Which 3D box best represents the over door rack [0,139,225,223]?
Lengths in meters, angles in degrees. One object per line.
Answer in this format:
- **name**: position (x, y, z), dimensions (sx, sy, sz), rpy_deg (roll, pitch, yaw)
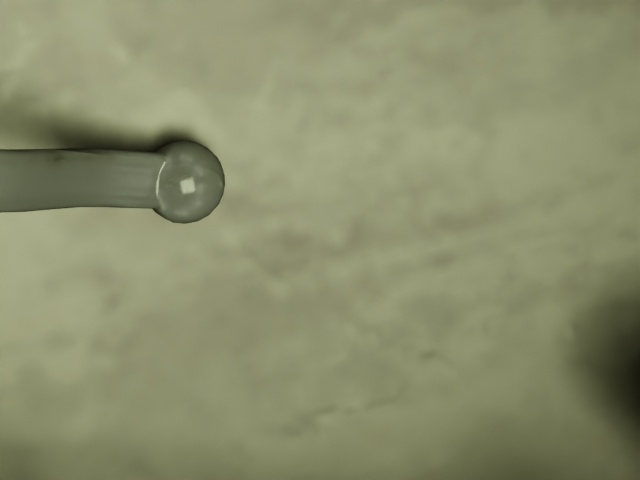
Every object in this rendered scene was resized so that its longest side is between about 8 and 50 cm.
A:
- **over door rack**: position (0.000, 0.000, 0.446), dimensions (0.324, 0.108, 0.240), rpy_deg (12, 100, 8)
